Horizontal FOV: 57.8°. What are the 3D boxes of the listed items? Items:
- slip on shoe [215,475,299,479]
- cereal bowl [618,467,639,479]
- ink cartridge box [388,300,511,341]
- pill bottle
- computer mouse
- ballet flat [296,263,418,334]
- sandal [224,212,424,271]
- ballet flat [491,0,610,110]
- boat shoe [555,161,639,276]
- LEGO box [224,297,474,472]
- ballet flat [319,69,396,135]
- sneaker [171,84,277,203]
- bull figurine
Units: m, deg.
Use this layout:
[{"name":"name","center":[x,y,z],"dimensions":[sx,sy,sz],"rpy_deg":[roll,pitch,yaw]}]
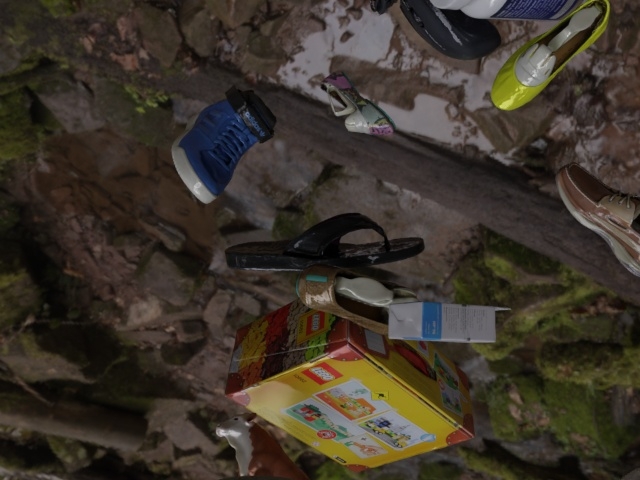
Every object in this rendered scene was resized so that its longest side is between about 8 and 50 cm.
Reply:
[{"name":"slip on shoe","center":[-0.107,0.301,0.537],"dimensions":[0.123,0.331,0.101],"rpy_deg":[13,102,53]},{"name":"cereal bowl","center":[0.592,0.502,0.927],"dimensions":[0.339,0.141,0.338],"rpy_deg":[0,93,7]},{"name":"ink cartridge box","center":[0.216,0.138,0.964],"dimensions":[0.180,0.060,0.104],"rpy_deg":[7,168,-23]},{"name":"pill bottle","center":[0.319,-0.452,0.977],"dimensions":[0.265,0.153,0.153],"rpy_deg":[-8,145,-23]},{"name":"computer mouse","center":[0.222,-0.421,1.131],"dimensions":[0.272,0.072,0.188],"rpy_deg":[26,177,-10]},{"name":"ballet flat","center":[0.114,0.118,1.157],"dimensions":[0.342,0.116,0.124],"rpy_deg":[23,159,-34]},{"name":"sandal","center":[-0.002,0.001,1.259],"dimensions":[0.446,0.167,0.107],"rpy_deg":[-2,102,14]},{"name":"ballet flat","center":[0.369,-0.305,0.927],"dimensions":[0.077,0.231,0.077],"rpy_deg":[49,-178,7]},{"name":"boat shoe","center":[0.683,-0.066,1.324],"dimensions":[0.324,0.123,0.116],"rpy_deg":[45,145,4]},{"name":"LEGO box","center":[0.080,0.351,1.422],"dimensions":[0.372,0.193,0.500],"rpy_deg":[-29,126,29]},{"name":"ballet flat","center":[0.072,-0.288,1.268],"dimensions":[0.221,0.079,0.077],"rpy_deg":[52,170,28]},{"name":"sneaker","center":[-0.084,-0.097,0.539],"dimensions":[0.085,0.152,0.058],"rpy_deg":[-29,118,13]},{"name":"bull figurine","center":[-0.115,0.513,1.239],"dimensions":[0.101,0.188,0.310],"rpy_deg":[-25,117,35]}]
